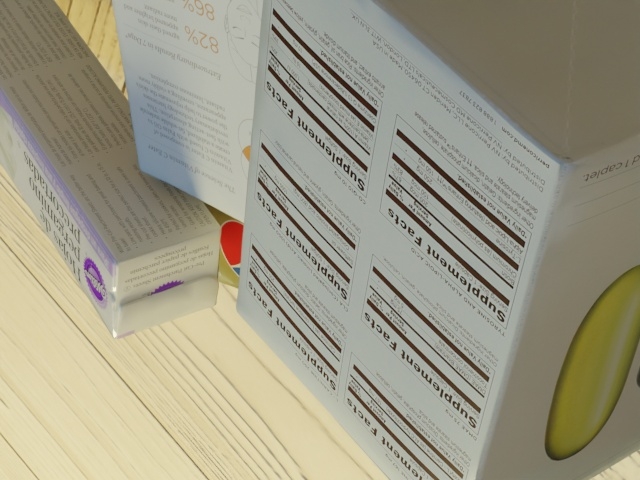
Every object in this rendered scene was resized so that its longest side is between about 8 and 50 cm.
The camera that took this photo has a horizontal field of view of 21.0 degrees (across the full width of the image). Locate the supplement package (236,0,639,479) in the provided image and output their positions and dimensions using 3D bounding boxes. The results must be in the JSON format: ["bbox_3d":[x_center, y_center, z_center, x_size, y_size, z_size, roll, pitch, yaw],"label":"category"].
[{"bbox_3d":[0.092,-0.031,0.636,0.149,0.194,0.203,46,147,31],"label":"supplement package"}]

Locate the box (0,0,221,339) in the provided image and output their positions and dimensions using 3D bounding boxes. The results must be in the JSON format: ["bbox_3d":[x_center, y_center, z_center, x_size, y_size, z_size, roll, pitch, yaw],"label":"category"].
[{"bbox_3d":[-0.160,-0.081,0.983,0.324,0.067,0.063,51,149,34],"label":"box"}]

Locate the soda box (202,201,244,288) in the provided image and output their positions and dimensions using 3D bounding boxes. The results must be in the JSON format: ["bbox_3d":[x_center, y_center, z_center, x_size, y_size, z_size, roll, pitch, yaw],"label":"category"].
[{"bbox_3d":[0.000,0.000,0.917,0.181,0.061,0.058,18,130,44],"label":"soda box"}]

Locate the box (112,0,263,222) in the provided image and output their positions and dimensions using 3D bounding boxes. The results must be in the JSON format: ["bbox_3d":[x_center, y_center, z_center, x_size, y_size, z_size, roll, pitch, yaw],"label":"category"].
[{"bbox_3d":[-0.025,-0.100,0.837,0.130,0.091,0.170,28,137,36],"label":"box"}]
